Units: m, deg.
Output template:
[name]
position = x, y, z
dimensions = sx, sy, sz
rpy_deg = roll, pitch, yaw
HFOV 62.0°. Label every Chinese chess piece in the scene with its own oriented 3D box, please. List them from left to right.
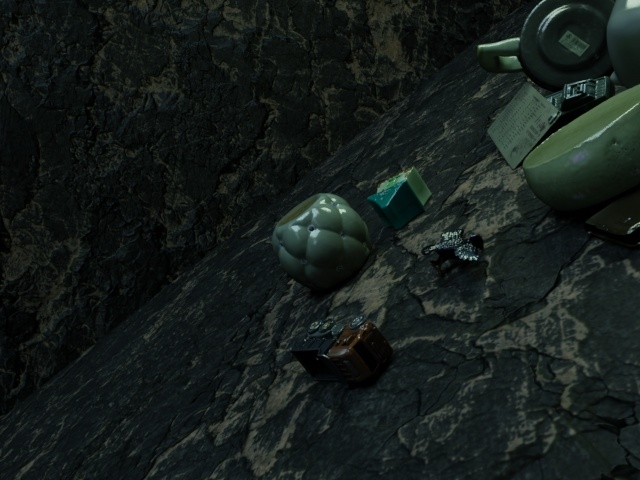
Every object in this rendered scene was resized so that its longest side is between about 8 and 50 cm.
[Chinese chess piece]
position = 0.462, -0.151, 0.877
dimensions = 0.250, 0.101, 0.250
rpy_deg = -36, 5, 4

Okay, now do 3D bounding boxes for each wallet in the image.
[wallet]
position = 0.488, -0.065, 0.761
dimensions = 0.198, 0.031, 0.110
rpy_deg = -36, 15, 3

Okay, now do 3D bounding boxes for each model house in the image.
[model house]
position = 0.202, -0.104, 1.393
dimensions = 0.127, 0.100, 0.149
rpy_deg = -25, 20, 38

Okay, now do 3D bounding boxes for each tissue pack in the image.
[tissue pack]
position = 0.682, -0.435, 0.998
dimensions = 0.235, 0.229, 0.333
rpy_deg = 4, 53, 51

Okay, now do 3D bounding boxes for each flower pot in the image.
[flower pot]
position = 0.000, 0.000, 1.341
dimensions = 0.246, 0.195, 0.246
rpy_deg = -34, 16, 11

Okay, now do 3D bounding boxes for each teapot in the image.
[teapot]
position = 0.605, -0.477, 1.403
dimensions = 0.321, 0.240, 0.239
rpy_deg = -29, -7, 16

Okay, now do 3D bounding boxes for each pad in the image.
[pad]
position = 0.483, -0.286, 1.295
dimensions = 0.160, 0.009, 0.265
rpy_deg = -55, 15, 27

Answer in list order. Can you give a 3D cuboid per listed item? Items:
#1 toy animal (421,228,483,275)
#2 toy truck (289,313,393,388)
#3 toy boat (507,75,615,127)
[toy animal]
position = 0.249, 0.015, 0.994
dimensions = 0.107, 0.062, 0.220
rpy_deg = -33, 9, 16
[toy truck]
position = 0.029, 0.192, 0.913
dimensions = 0.192, 0.083, 0.092
rpy_deg = -18, 23, 52
[toy boat]
position = 0.553, -0.314, 1.257
dimensions = 0.260, 0.085, 0.078
rpy_deg = -14, 59, 56
